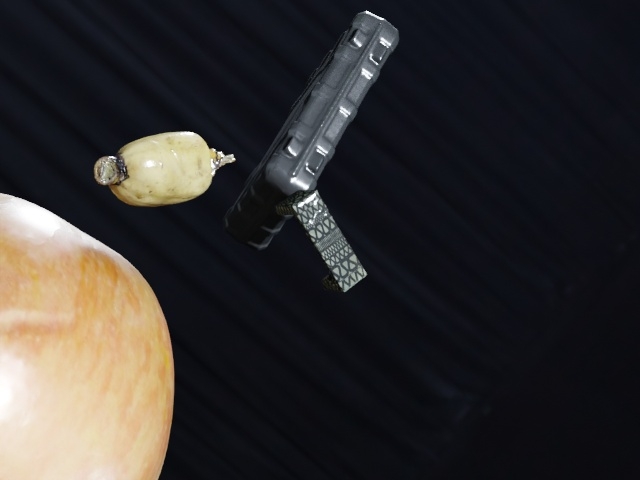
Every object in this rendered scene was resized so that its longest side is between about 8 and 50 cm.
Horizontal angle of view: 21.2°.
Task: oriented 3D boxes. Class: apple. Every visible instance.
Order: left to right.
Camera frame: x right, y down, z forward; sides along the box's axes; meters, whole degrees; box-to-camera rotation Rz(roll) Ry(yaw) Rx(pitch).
[{"bbox_3d":[-0.316,0.138,1.550,0.391,0.391,0.347,-18,-133,47],"label":"apple"}]

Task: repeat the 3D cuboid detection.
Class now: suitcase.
[{"bbox_3d":[-0.012,-0.136,2.129,0.285,0.066,0.206,-60,-174,-28],"label":"suitcase"}]

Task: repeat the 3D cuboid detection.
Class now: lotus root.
[{"bbox_3d":[-0.142,-0.064,1.588,0.063,0.152,0.072,47,-48,33],"label":"lotus root"}]

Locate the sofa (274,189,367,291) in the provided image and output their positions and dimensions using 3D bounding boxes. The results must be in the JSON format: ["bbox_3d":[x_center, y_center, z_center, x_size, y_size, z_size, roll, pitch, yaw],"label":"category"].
[{"bbox_3d":[0.000,0.000,1.932,0.039,0.118,0.060,-35,-165,-17],"label":"sofa"}]
